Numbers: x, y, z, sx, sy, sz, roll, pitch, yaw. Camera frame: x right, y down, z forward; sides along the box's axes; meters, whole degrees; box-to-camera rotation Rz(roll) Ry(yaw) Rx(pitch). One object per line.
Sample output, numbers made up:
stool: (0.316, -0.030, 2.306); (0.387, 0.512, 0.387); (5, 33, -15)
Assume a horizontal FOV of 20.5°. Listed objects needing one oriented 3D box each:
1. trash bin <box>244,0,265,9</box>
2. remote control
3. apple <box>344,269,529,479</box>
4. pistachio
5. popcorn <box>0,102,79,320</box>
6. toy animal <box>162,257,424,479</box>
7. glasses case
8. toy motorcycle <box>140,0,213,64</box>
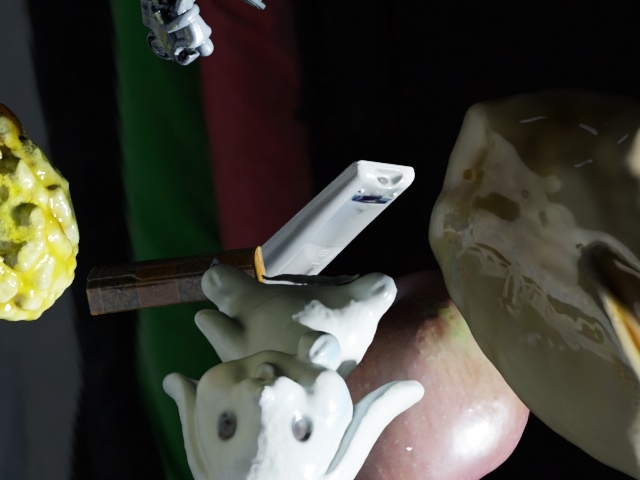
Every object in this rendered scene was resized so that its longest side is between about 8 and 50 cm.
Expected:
trash bin: (-0.109, -0.413, 2.330); (0.161, 0.175, 0.175); (-57, -137, 4)
remote control: (0.000, 0.000, 2.401); (0.313, 0.109, 0.055); (-42, -124, 37)
apple: (0.096, 0.175, 2.050); (0.306, 0.306, 0.235); (-4, -67, 60)
pistachio: (0.280, 0.047, 1.588); (0.445, 0.281, 0.365); (46, 9, -15)
popcorn: (-0.313, -0.023, 1.591); (0.218, 0.169, 0.189); (60, -20, -4)
toy animal: (-0.047, 0.152, 1.774); (0.249, 0.289, 0.174); (14, -52, 30)
glasses case: (-0.184, 0.049, 2.253); (0.075, 0.218, 0.049); (-70, 152, -74)
toy motorcycle: (-0.212, -0.324, 2.652); (0.124, 0.061, 0.193); (32, -31, 17)
